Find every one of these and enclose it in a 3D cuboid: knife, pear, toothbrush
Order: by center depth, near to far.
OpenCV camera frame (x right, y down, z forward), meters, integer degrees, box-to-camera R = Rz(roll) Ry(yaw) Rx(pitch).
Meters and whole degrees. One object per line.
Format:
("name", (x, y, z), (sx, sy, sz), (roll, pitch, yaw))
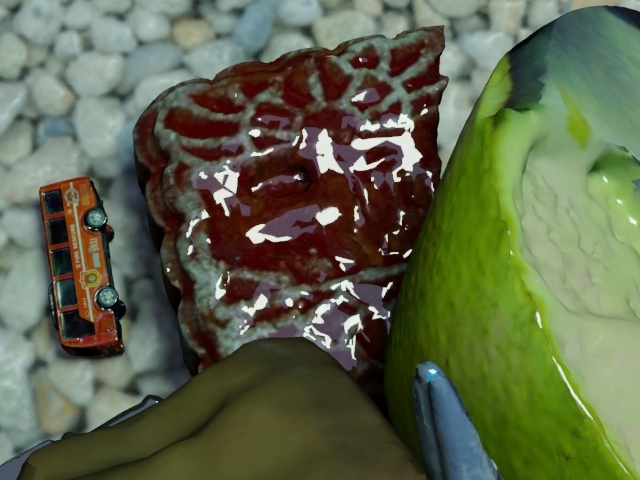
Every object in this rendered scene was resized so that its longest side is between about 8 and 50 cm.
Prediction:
("toothbrush", (0.094, 0.223, 0.606), (0.042, 0.035, 0.413), (-27, 119, -21))
("pear", (0.181, 0.086, 0.685), (0.398, 0.165, 0.399), (26, 45, -30))
("knife", (-0.165, 0.131, 0.781), (0.170, 0.010, 0.023), (-26, 75, -9))

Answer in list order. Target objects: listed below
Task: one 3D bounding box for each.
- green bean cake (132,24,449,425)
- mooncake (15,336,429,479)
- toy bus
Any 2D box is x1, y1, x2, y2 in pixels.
("green bean cake", (0.000, 0.000, 0.787), (0.198, 0.097, 0.233), (-11, 71, -6))
("mooncake", (-0.023, 0.215, 0.592), (0.187, 0.324, 0.324), (-20, 73, -9))
("toy bus", (-0.145, 0.017, 0.811), (0.043, 0.031, 0.110), (-11, 70, -3))
